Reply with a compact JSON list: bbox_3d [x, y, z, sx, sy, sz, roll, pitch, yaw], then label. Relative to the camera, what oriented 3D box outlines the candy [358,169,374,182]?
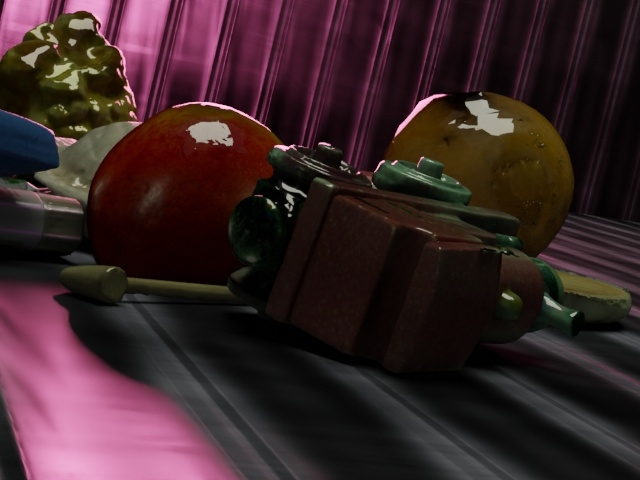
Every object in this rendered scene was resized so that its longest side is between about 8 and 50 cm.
[{"bbox_3d":[0.030,-0.046,1.984,0.255,0.094,0.255,10,5,-1],"label":"candy"}]

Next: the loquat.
[{"bbox_3d":[0.186,-0.068,1.801,0.235,0.235,0.235,10,5,-1],"label":"loquat"}]

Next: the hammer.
[{"bbox_3d":[-0.120,0.040,1.219,0.060,0.028,0.195,6,-2,43],"label":"hammer"}]

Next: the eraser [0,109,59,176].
[{"bbox_3d":[-0.391,-0.077,1.296,0.312,0.042,0.144,-5,-11,27],"label":"eraser"}]

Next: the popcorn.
[{"bbox_3d":[-0.355,-0.199,2.097,0.206,0.251,0.237,5,0,12],"label":"popcorn"}]

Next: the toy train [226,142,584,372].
[{"bbox_3d":[0.073,0.021,1.197,0.221,0.150,0.304,27,13,37],"label":"toy train"}]

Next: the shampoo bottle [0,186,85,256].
[{"bbox_3d":[-0.322,-0.024,1.299,0.227,0.055,0.086,7,0,-33],"label":"shampoo bottle"}]

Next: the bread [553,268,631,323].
[{"bbox_3d":[0.201,0.048,1.603,0.267,0.040,0.267,11,5,-1],"label":"bread"}]

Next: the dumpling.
[{"bbox_3d":[-0.213,-0.063,1.515,0.167,0.126,0.215,17,37,1],"label":"dumpling"}]

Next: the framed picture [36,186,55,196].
[{"bbox_3d":[-0.241,-0.039,1.838,0.203,0.015,0.150,12,6,11],"label":"framed picture"}]

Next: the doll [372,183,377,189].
[{"bbox_3d":[0.004,-0.012,1.474,0.155,0.113,0.275,2,10,-43],"label":"doll"}]

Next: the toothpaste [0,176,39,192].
[{"bbox_3d":[-0.359,-0.054,1.634,0.075,0.048,0.297,3,3,-3],"label":"toothpaste"}]

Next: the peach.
[{"bbox_3d":[-0.109,-0.021,1.334,0.190,0.192,0.190,39,-14,12],"label":"peach"}]
